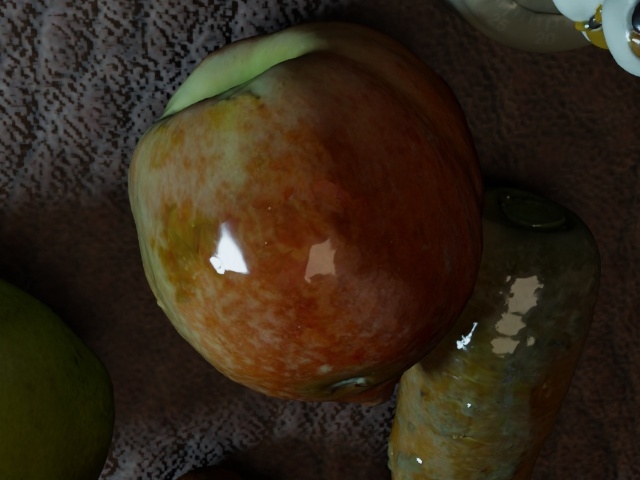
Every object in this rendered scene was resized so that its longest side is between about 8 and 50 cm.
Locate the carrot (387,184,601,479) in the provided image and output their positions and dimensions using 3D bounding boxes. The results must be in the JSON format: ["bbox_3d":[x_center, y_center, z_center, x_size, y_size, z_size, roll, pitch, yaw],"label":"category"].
[{"bbox_3d":[0.118,0.106,1.058,0.139,0.138,0.301,-2,121,-10],"label":"carrot"}]

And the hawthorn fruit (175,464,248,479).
[{"bbox_3d":[-0.073,0.271,1.075,0.163,0.203,0.162,-7,122,-11],"label":"hawthorn fruit"}]

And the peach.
[{"bbox_3d":[0.000,0.000,0.916,0.232,0.232,0.256,-27,111,6],"label":"peach"}]

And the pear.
[{"bbox_3d":[-0.262,0.114,0.943,0.269,0.212,0.212,12,119,-36],"label":"pear"}]

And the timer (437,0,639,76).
[{"bbox_3d":[0.157,-0.153,0.828,0.175,0.266,0.175,-5,122,-8],"label":"timer"}]
